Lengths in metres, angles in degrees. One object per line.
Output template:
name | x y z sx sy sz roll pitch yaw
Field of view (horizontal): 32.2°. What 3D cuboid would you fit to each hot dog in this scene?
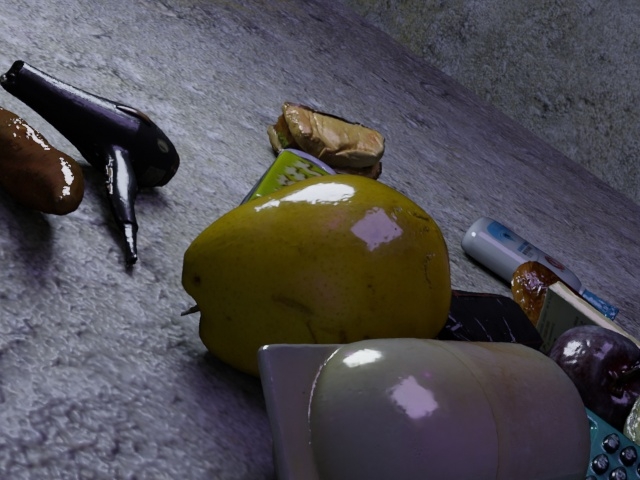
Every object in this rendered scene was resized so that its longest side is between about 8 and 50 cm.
hot dog | 0.452 0.136 2.081 0.227 0.099 0.160 40 23 22

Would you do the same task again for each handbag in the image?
handbag | 0.190 0.162 1.579 0.215 0.169 0.155 7 47 -48

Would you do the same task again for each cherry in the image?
cherry | 0.438 0.227 1.754 0.195 0.195 0.195 26 21 -11

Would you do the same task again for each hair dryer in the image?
hair dryer | -0.315 -0.100 1.596 0.303 0.120 0.359 34 24 -39

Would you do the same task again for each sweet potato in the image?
sweet potato | -0.405 -0.106 1.511 0.354 0.095 0.106 36 0 40

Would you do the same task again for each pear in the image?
pear | 0.001 0.052 1.416 0.336 0.285 0.285 15 17 15

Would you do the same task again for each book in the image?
book | 0.492 0.209 1.877 0.289 0.201 0.026 38 64 24

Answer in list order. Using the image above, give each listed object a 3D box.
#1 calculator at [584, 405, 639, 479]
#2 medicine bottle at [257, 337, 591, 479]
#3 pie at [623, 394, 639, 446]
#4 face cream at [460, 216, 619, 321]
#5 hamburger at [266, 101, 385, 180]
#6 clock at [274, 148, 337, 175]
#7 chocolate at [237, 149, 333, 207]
calculator | 0.371 0.342 1.467 0.274 0.058 0.248 36 41 11
medicine bottle | 0.096 0.224 1.208 0.406 0.236 0.236 7 30 -47
pie | 0.573 0.331 1.655 0.302 0.067 0.303 11 67 -28
face cream | 0.446 0.073 2.248 0.336 0.080 0.163 35 21 14
hamburger | 0.022 -0.173 2.225 0.262 0.124 0.131 14 44 -27
clock | -0.022 -0.095 2.035 0.172 0.064 0.198 8 30 -46
chocolate | 0.000 0.000 1.742 0.288 0.137 0.301 29 20 -2
